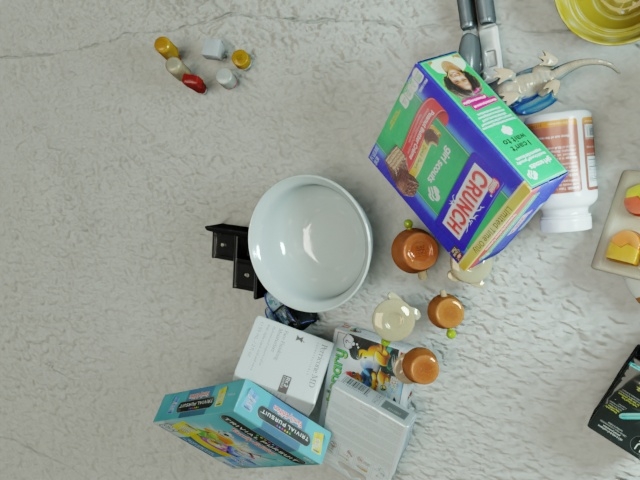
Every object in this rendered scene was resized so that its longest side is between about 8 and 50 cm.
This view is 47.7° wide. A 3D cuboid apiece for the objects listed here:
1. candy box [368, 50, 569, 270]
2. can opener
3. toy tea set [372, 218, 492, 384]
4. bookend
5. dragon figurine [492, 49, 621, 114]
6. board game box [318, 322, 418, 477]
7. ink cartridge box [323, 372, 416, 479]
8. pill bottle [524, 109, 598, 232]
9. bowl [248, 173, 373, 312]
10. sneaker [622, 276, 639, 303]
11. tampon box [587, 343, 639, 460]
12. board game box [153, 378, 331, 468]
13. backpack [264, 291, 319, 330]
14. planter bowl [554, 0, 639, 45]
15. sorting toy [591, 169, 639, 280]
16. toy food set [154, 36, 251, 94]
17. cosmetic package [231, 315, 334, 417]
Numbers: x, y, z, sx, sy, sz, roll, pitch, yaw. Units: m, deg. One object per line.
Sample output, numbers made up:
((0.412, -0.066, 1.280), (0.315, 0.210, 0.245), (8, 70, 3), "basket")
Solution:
((0.261, -0.143, 1.356), (0.317, 0.122, 0.268), (52, 146, 19), "candy box")
((0.300, -0.436, 1.398), (0.074, 0.093, 0.280), (-7, 88, 30), "can opener")
((0.208, 0.127, 1.494), (0.200, 0.124, 0.336), (23, 89, -2), "toy tea set")
((-0.195, 0.046, 1.728), (0.157, 0.072, 0.156), (9, 101, 28), "bookend")
((0.396, -0.288, 1.361), (0.289, 0.144, 0.085), (-19, 85, 9), "dragon figurine")
((0.102, 0.359, 1.619), (0.193, 0.053, 0.305), (15, 103, 26), "board game box")
((0.095, 0.428, 1.583), (0.189, 0.066, 0.232), (25, 128, 22), "ink cartridge box")
((0.444, -0.126, 1.335), (0.121, 0.121, 0.216), (-3, 95, 29), "pill bottle")
((0.000, 0.000, 1.583), (0.298, 0.134, 0.298), (4, 99, 28), "bowl")
((0.676, 0.040, 1.243), (0.290, 0.106, 0.123), (-33, 74, 39), "sneaker")
((0.588, 0.296, 1.322), (0.120, 0.101, 0.161), (33, 111, 22), "tampon box")
((-0.183, 0.423, 1.632), (0.254, 0.079, 0.336), (39, 143, -26), "board game box")
((-0.077, 0.156, 1.661), (0.084, 0.105, 0.114), (-39, 73, 25), "backpack")
((0.528, -0.448, 1.267), (0.217, 0.090, 0.217), (5, 101, 28), "planter bowl")
((0.578, -0.023, 1.249), (0.208, 0.038, 0.193), (17, 88, 54), "sorting toy")
((-0.273, -0.410, 1.719), (0.232, 0.104, 0.111), (8, 86, 9), "toy food set")
((-0.087, 0.286, 1.595), (0.183, 0.151, 0.151), (19, 149, 0), "cosmetic package")
